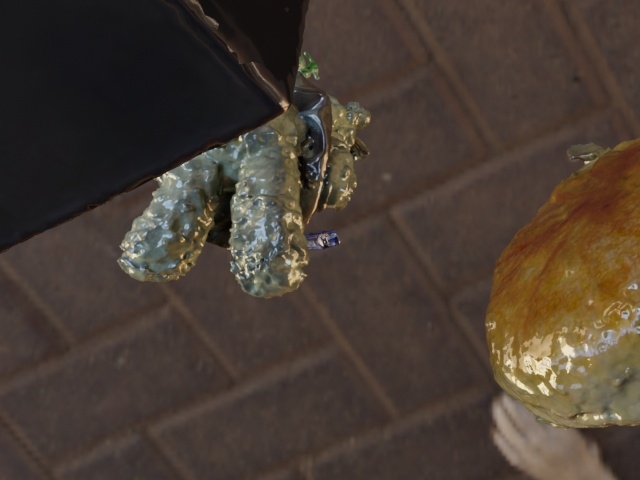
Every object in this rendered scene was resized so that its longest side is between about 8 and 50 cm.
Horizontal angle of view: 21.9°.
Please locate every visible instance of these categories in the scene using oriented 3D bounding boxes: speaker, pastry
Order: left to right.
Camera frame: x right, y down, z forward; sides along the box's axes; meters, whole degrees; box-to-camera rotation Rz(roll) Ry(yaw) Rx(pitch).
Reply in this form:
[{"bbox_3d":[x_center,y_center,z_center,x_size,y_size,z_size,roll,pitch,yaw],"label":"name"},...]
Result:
[{"bbox_3d":[-0.132,-0.136,0.568,0.232,0.254,0.184,-24,127,29],"label":"speaker"},{"bbox_3d":[0.278,0.019,1.390,0.329,0.329,0.136,-35,109,28],"label":"pastry"}]

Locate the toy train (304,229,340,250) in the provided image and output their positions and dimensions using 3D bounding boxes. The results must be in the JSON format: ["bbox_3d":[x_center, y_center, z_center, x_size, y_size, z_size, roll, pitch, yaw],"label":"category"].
[{"bbox_3d":[0.000,0.000,1.558,0.017,0.083,0.017,-21,94,-14],"label":"toy train"}]

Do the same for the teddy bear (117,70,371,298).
[{"bbox_3d":[-0.038,-0.056,0.964,0.133,0.213,0.111,5,119,19],"label":"teddy bear"}]

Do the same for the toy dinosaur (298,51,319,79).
[{"bbox_3d":[-0.027,-0.199,1.775,0.021,0.062,0.083,-17,101,34],"label":"toy dinosaur"}]
